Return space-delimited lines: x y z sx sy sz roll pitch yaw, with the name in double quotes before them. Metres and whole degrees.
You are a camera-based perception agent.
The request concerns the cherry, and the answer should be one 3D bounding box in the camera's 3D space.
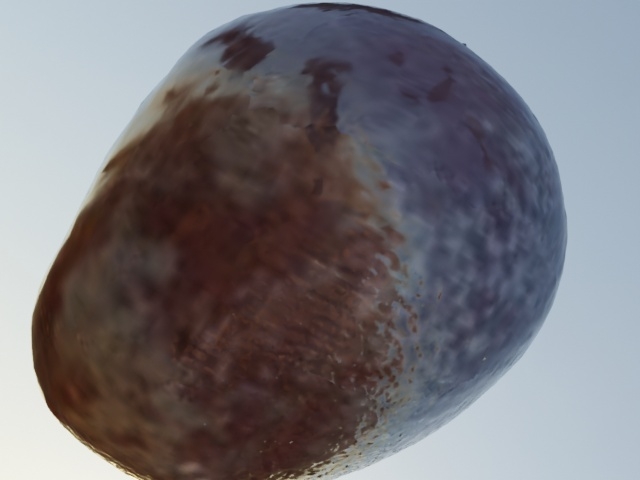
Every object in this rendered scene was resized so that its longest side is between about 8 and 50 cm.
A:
"cherry" 0.000 0.000 0.628 0.213 0.285 0.236 37 -28 10
